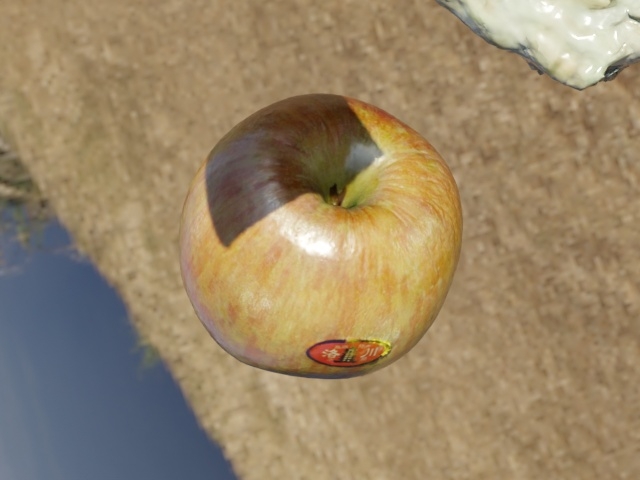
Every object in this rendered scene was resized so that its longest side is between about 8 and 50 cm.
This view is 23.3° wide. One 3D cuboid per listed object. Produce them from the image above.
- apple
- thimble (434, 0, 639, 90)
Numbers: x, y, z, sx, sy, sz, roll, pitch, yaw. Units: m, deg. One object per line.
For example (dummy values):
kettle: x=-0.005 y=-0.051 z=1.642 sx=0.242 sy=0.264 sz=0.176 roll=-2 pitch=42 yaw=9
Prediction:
apple: x=0.000 y=0.000 z=1.148 sx=0.211 sy=0.211 sz=0.188 roll=61 pitch=154 yaw=28
thimble: x=0.192 y=-0.261 z=1.103 sx=0.195 sy=0.291 sz=0.292 roll=-52 pitch=-46 yaw=-67
